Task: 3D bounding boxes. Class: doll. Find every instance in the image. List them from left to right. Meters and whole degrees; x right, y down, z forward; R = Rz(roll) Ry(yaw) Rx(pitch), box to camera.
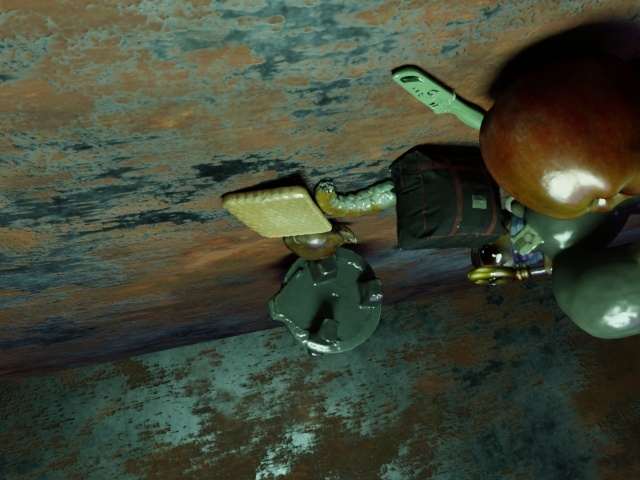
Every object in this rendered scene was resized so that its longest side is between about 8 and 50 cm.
[{"bbox_3d":[0.569,0.034,1.403,0.339,0.209,0.318,8,-171,25],"label":"doll"},{"bbox_3d":[0.518,-0.066,0.850,0.252,0.379,0.382,3,142,-30],"label":"doll"}]

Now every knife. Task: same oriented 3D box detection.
[{"bbox_3d":[0.189,-0.198,0.773,0.043,0.020,0.293,-22,161,35],"label":"knife"}]

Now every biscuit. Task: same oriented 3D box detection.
[{"bbox_3d":[-0.075,-0.051,1.019,0.160,0.030,0.249,-6,166,12],"label":"biscuit"}]

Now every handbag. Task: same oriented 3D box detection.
[{"bbox_3d":[0.233,-0.073,0.963,0.215,0.169,0.155,-1,163,-30],"label":"handbag"}]

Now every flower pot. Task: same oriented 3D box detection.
[{"bbox_3d":[0.004,0.166,1.402,0.299,0.299,0.283,-8,171,-16],"label":"flower pot"}]

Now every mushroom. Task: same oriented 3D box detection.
[{"bbox_3d":[0.001,0.002,1.203,0.170,0.080,0.135,-5,173,-14],"label":"mushroom"}]

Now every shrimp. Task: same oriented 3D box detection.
[{"bbox_3d":[0.070,-0.093,1.012,0.161,0.049,0.166,-19,155,25],"label":"shrimp"}]

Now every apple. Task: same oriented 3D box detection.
[{"bbox_3d":[0.336,-0.142,0.720,0.233,0.234,0.234,-12,164,-3],"label":"apple"}]

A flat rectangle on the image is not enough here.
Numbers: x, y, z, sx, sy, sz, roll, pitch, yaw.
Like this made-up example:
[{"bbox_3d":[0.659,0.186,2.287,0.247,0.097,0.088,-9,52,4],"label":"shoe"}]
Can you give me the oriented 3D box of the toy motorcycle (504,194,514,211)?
[{"bbox_3d":[0.554,-0.100,1.231,0.222,0.108,0.340,-11,174,30],"label":"toy motorcycle"}]
